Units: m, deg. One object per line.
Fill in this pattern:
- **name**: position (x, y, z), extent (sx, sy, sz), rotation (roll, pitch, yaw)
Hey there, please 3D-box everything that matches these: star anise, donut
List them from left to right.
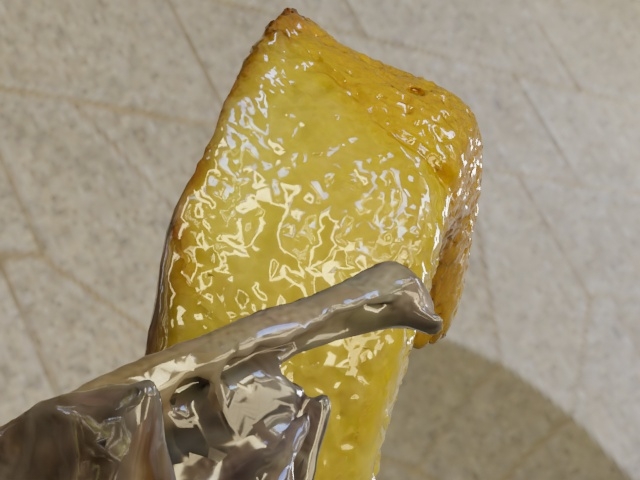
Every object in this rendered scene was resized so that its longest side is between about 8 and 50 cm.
- **star anise**: position (-0.060, 0.107, 0.371), extent (0.262, 0.081, 0.230), rotation (-65, -28, -18)
- **donut**: position (-0.001, -0.002, 0.626), extent (0.259, 0.101, 0.152), rotation (-57, -21, -60)
